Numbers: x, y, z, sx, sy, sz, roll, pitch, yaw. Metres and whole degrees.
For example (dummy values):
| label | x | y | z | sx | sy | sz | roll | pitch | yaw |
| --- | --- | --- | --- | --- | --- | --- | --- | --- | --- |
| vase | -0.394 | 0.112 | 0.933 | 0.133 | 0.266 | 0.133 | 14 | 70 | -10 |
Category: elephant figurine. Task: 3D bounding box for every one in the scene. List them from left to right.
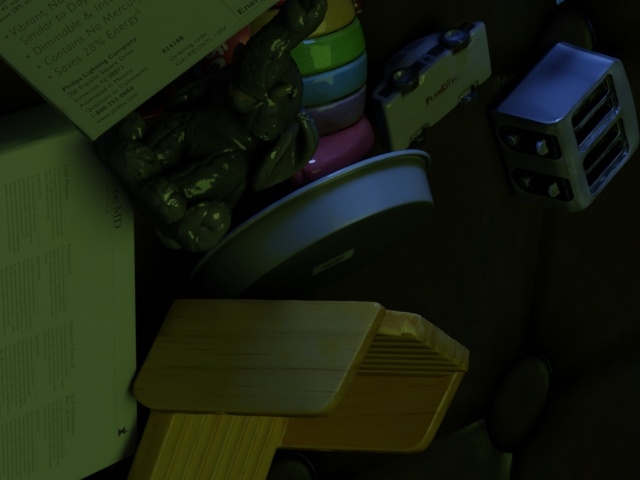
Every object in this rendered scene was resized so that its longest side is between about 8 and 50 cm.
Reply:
| label | x | y | z | sx | sy | sz | roll | pitch | yaw |
| --- | --- | --- | --- | --- | --- | --- | --- | --- | --- |
| elephant figurine | -0.076 | -0.109 | 1.640 | 0.239 | 0.186 | 0.169 | -43 | 116 | -9 |

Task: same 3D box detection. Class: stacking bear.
| label | x | y | z | sx | sy | sz | roll | pitch | yaw |
| --- | --- | --- | --- | --- | --- | --- | --- | --- | --- |
| stacking bear | -0.037 | -0.225 | 1.804 | 0.164 | 0.175 | 0.289 | -26 | 118 | -37 |

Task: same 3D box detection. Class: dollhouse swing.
| label | x | y | z | sx | sy | sz | roll | pitch | yaw |
| --- | --- | --- | --- | --- | --- | --- | --- | --- | --- |
| dollhouse swing | -0.027 | 0.243 | 1.866 | 0.347 | 0.315 | 0.305 | 38 | 55 | -66 |

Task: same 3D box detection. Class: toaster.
| label | x | y | z | sx | sy | sz | roll | pitch | yaw |
| --- | --- | --- | --- | --- | --- | --- | --- | --- | --- |
| toaster | 0.325 | -0.152 | 2.281 | 0.186 | 0.110 | 0.168 | -46 | 137 | -26 |

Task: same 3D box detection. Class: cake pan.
| label | x | y | z | sx | sy | sz | roll | pitch | yaw |
| --- | --- | --- | --- | --- | --- | --- | --- | --- | --- |
| cake pan | 0.000 | 0.000 | 1.872 | 0.293 | 0.054 | 0.293 | -27 | 168 | -6 |

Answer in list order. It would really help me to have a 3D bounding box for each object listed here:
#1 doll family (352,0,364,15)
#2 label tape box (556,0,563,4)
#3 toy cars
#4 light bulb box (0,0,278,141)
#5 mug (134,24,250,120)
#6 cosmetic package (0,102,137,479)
| label | x | y | z | sx | sy | sz | roll | pitch | yaw |
| --- | --- | --- | --- | --- | --- | --- | --- | --- | --- |
| doll family | 0.084 | -0.307 | 1.918 | 0.111 | 0.193 | 0.076 | 77 | 14 | -53 |
| label tape box | 0.412 | -0.442 | 2.192 | 0.333 | 0.106 | 0.241 | -37 | 133 | -53 |
| toy cars | 0.155 | -0.284 | 2.051 | 0.176 | 0.087 | 0.394 | 19 | 96 | -54 |
| light bulb box | -0.180 | -0.338 | 1.422 | 0.358 | 0.225 | 0.361 | -36 | 139 | 7 |
| mug | -0.170 | -0.183 | 1.700 | 0.169 | 0.113 | 0.150 | -1 | 105 | -45 |
| cosmetic package | -0.308 | 0.076 | 1.664 | 0.284 | 0.097 | 0.377 | -20 | 121 | -42 |
